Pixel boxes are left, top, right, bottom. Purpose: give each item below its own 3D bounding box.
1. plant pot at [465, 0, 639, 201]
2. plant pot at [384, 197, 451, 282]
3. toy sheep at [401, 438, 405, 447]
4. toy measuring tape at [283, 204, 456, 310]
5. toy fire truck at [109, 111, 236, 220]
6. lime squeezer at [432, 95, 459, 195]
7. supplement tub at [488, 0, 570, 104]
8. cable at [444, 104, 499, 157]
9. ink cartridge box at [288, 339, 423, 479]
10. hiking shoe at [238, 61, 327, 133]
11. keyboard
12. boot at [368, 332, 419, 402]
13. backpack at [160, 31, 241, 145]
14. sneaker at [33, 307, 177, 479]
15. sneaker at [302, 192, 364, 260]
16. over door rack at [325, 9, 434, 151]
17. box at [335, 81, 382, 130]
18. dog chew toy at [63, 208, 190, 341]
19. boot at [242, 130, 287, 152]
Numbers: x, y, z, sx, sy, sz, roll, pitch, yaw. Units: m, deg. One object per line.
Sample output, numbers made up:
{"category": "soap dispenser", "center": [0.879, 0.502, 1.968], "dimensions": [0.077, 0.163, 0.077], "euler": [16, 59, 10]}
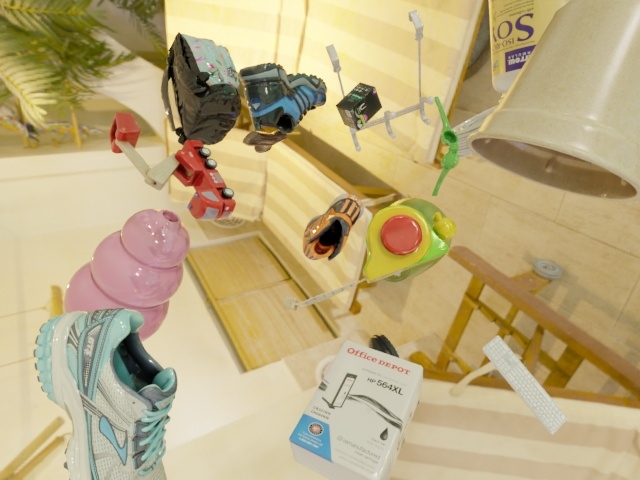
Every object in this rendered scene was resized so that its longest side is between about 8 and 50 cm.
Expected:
{"category": "plant pot", "center": [0.510, -0.279, 0.833], "dimensions": [0.334, 0.334, 0.305], "euler": [30, 100, 52]}
{"category": "plant pot", "center": [0.290, 0.024, 1.471], "dimensions": [0.275, 0.293, 0.274], "euler": [11, 115, 23]}
{"category": "toy sheep", "center": [0.090, 0.375, 0.773], "dimensions": [0.091, 0.132, 0.091], "euler": [168, 90, -82]}
{"category": "toy measuring tape", "center": [0.078, 0.018, 0.751], "dimensions": [0.121, 0.330, 0.121], "euler": [-21, -90, -89]}
{"category": "toy fire truck", "center": [-0.229, -0.110, 0.657], "dimensions": [0.047, 0.135, 0.192], "euler": [-46, 67, 38]}
{"category": "lime squeezer", "center": [0.389, -0.288, 1.311], "dimensions": [0.110, 0.059, 0.310], "euler": [-104, 10, -76]}
{"category": "supplement tub", "center": [0.584, -0.531, 1.137], "dimensions": [0.241, 0.241, 0.331], "euler": [12, 113, 58]}
{"category": "cable", "center": [0.550, -0.376, 1.425], "dimensions": [0.089, 0.257, 0.257], "euler": [59, 159, -12]}
{"category": "ink cartridge box", "center": [0.065, 0.281, 0.690], "dimensions": [0.148, 0.203, 0.086], "euler": [14, 134, 25]}
{"category": "hiking shoe", "center": [-0.077, -0.307, 0.955], "dimensions": [0.113, 0.304, 0.132], "euler": [4, 103, 28]}
{"category": "keyboard", "center": [0.531, 0.371, 1.109], "dimensions": [0.256, 0.072, 0.014], "euler": [54, 156, 18]}
{"category": "boot", "center": [0.127, 0.381, 1.178], "dimensions": [0.246, 0.207, 0.094], "euler": [-118, 25, -44]}
{"category": "backpack", "center": [-0.211, -0.277, 0.763], "dimensions": [0.152, 0.115, 0.182], "euler": [-41, 61, 41]}
{"category": "sneaker", "center": [-0.227, 0.212, 0.502], "dimensions": [0.110, 0.122, 0.283], "euler": [-78, -28, -78]}
{"category": "sneaker", "center": [0.000, 0.000, 1.288], "dimensions": [0.125, 0.180, 0.321], "euler": [34, 139, -2]}
{"category": "over door rack", "center": [0.170, -0.392, 1.128], "dimensions": [0.324, 0.240, 0.108], "euler": [64, -172, -52]}
{"category": "box", "center": [0.088, -0.303, 0.959], "dimensions": [0.052, 0.083, 0.062], "euler": [36, 166, 41]}
{"category": "dog chew toy", "center": [-0.381, 0.071, 0.874], "dimensions": [0.332, 0.207, 0.206], "euler": [-50, 54, 23]}
{"category": "boot", "center": [-0.148, -0.226, 0.978], "dimensions": [0.106, 0.114, 0.037], "euler": [-22, 94, 36]}
